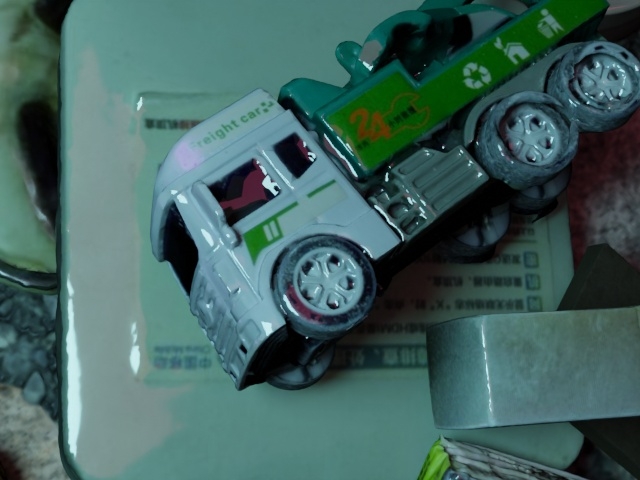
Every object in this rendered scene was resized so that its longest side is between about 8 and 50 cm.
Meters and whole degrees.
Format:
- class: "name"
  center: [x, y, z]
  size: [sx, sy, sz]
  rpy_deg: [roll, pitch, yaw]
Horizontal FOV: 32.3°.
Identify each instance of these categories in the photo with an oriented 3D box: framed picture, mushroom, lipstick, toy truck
- class: "framed picture"
  center: [0.241, 0.103, 0.840]
  size: [0.168, 0.023, 0.128]
  rpy_deg: [40, 65, -18]
- class: "mushroom"
  center: [-0.236, -0.118, 0.928]
  size: [0.248, 0.130, 0.344]
  rpy_deg: [-4, 80, -25]
- class: "lipstick"
  center: [0.255, 0.085, 0.785]
  size: [0.372, 0.080, 0.076]
  rpy_deg: [0, 80, -24]
- class: "toy truck"
  center: [0.055, -0.058, 0.739]
  size: [0.363, 0.176, 0.178]
  rpy_deg: [-38, 79, -21]

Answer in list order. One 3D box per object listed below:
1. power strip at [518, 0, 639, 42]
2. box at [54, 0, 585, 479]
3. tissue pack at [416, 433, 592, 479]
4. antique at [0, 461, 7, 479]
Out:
- class: "power strip"
  center: [0.229, -0.250, 0.942]
  size: [0.154, 0.078, 0.154]
  rpy_deg: [-1, 78, 5]
- class: "box"
  center: [-0.001, 0.000, 0.849]
  size: [0.396, 0.111, 0.396]
  rpy_deg: [1, 78, -13]
- class: "tissue pack"
  center: [0.120, 0.271, 0.784]
  size: [0.173, 0.073, 0.235]
  rpy_deg: [19, 102, -13]
- class: "antique"
  center: [-0.295, 0.199, 0.869]
  size: [0.104, 0.104, 0.104]
  rpy_deg: [-1, 78, 4]
